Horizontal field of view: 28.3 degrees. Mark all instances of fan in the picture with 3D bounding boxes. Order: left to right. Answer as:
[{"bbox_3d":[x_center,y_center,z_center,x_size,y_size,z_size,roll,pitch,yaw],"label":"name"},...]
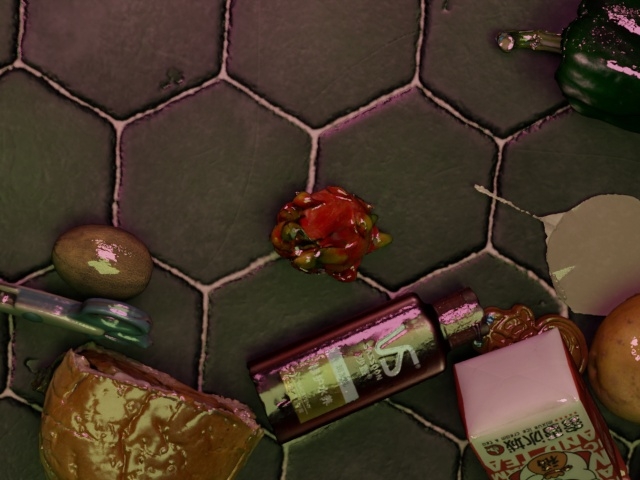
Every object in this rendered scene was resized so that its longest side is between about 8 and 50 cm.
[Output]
[{"bbox_3d":[0.339,-0.010,1.757,0.310,0.010,0.182,28,97,-18],"label":"fan"}]

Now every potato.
[{"bbox_3d":[0.501,0.162,1.744,0.266,0.229,0.229,-1,104,6],"label":"potato"}]

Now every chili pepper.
[{"bbox_3d":[0.362,-0.241,1.628,0.261,0.174,0.165,31,102,22],"label":"chili pepper"}]

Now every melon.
[{"bbox_3d":[-0.277,0.028,1.615,0.130,0.098,0.098,20,99,-20],"label":"melon"}]

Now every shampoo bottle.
[{"bbox_3d":[0.069,0.158,1.714,0.323,0.084,0.129,-22,100,-5],"label":"shampoo bottle"}]

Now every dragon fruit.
[{"bbox_3d":[0.000,0.000,1.660,0.142,0.175,0.138,-15,97,25],"label":"dragon fruit"}]

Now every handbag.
[{"bbox_3d":[0.310,0.278,1.753,0.171,0.151,0.298,-22,129,13],"label":"handbag"}]

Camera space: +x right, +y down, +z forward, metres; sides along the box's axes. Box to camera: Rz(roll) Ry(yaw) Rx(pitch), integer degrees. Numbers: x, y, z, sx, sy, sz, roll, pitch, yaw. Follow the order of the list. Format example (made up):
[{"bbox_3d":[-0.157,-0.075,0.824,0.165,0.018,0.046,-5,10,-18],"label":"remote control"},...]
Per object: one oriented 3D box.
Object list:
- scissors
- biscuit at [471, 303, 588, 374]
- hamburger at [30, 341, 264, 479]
[{"bbox_3d":[-0.354,0.086,1.625,0.289,0.138,0.041,13,68,-1],"label":"scissors"},{"bbox_3d":[0.295,0.155,1.782,0.175,0.026,0.124,22,98,-14],"label":"biscuit"},{"bbox_3d":[-0.243,0.270,1.663,0.309,0.132,0.211,23,96,-16],"label":"hamburger"}]
